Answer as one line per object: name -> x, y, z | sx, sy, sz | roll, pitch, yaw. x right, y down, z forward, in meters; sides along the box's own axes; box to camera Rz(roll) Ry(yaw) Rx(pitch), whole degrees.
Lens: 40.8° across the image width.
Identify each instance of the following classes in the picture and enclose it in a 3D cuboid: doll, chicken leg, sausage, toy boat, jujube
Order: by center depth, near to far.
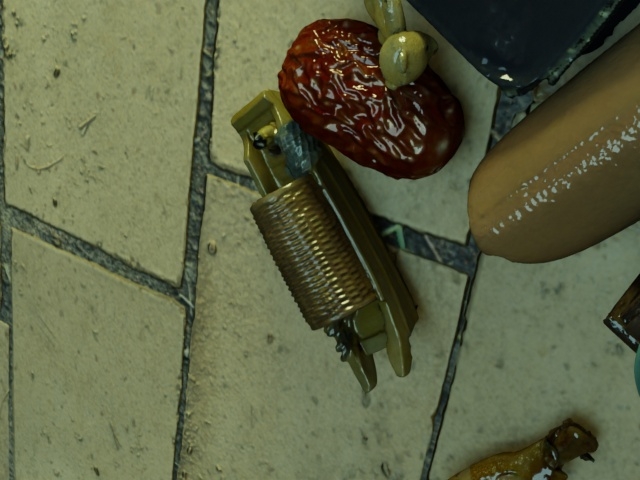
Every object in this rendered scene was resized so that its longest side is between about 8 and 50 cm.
sausage -> 0.230, -0.080, 0.657 | 0.253, 0.123, 0.123 | -38, 84, 37
doll -> 0.055, -0.171, 0.703 | 0.093, 0.051, 0.061 | 51, 166, 14
jujube -> 0.048, -0.126, 0.777 | 0.176, 0.109, 0.112 | 32, 158, 11
chicken leg -> 0.187, 0.250, 0.829 | 0.207, 0.085, 0.101 | -47, 36, 29
toy boat -> 0.000, 0.000, 0.842 | 0.089, 0.115, 0.310 | -26, 91, 39

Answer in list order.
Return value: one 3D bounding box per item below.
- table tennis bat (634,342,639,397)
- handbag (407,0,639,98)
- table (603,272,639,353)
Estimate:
table tennis bat -> 0.271, 0.057, 0.526 | 0.124, 0.033, 0.201 | 25, 123, 22
handbag -> 0.140, -0.318, 0.619 | 0.329, 0.122, 0.303 | 47, 135, 14
table -> 0.340, 0.022, 0.591 | 0.172, 0.169, 0.193 | 44, 126, 12
